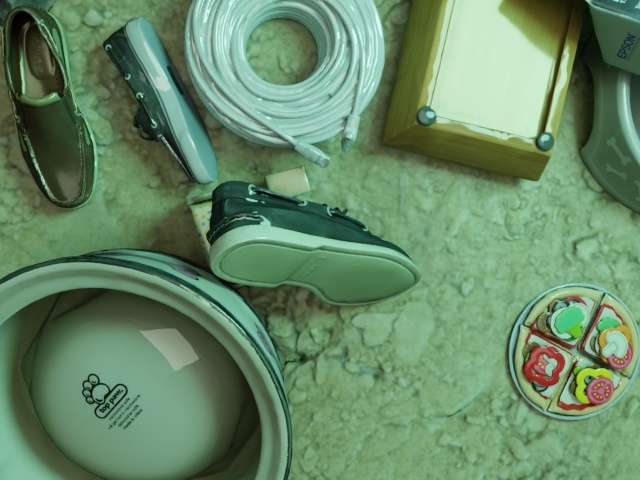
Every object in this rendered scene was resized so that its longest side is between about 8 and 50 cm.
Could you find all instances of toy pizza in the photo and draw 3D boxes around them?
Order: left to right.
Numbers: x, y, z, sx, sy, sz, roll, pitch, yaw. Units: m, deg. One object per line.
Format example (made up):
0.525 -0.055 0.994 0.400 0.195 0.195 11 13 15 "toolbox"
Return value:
0.370 0.162 1.026 0.201 0.032 0.201 0 93 -6 "toy pizza"

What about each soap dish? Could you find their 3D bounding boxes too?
0.224 -0.243 0.941 0.229 0.118 0.290 12 92 -7 "soap dish"

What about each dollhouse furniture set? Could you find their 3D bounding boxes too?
-0.071 0.010 0.931 0.161 0.101 0.181 -17 95 -5 "dollhouse furniture set"

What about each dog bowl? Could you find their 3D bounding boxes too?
-0.227 0.191 0.855 0.408 0.150 0.407 2 108 5 "dog bowl"
0.532 -0.197 0.989 0.349 0.102 0.348 0 93 -7 "dog bowl"

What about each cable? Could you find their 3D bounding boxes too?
-0.044 -0.248 0.926 0.257 0.089 0.257 23 90 -7 "cable"

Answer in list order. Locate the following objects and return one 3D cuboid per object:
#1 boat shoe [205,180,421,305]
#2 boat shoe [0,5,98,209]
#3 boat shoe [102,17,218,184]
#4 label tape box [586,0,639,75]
-0.003 0.002 0.889 0.340 0.127 0.113 10 50 -42 "boat shoe"
-0.347 -0.163 0.891 0.095 0.095 0.257 -14 95 -6 "boat shoe"
-0.210 -0.169 0.921 0.076 0.080 0.228 -24 99 13 "boat shoe"
0.463 -0.320 0.867 0.348 0.115 0.249 25 78 15 "label tape box"
